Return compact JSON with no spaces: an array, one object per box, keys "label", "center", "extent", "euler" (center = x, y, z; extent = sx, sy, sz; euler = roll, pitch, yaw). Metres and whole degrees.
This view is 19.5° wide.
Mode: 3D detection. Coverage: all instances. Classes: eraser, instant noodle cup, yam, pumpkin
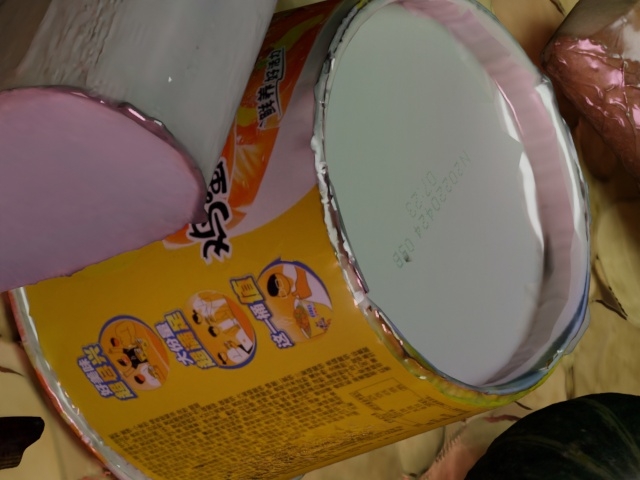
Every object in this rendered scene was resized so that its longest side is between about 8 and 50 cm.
[{"label":"eraser","center":[-0.074,-0.100,0.643],"extent":[0.081,0.174,0.227],"euler":[42,50,-31]},{"label":"instant noodle cup","center":[0.000,0.000,0.714],"extent":[0.205,0.153,0.205],"euler":[16,68,-44]},{"label":"yam","center":[0.254,0.002,1.005],"extent":[0.357,0.081,0.081],"euler":[47,46,-11]},{"label":"pumpkin","center":[0.132,0.148,0.821],"extent":[0.167,0.125,0.167],"euler":[7,72,-20]}]

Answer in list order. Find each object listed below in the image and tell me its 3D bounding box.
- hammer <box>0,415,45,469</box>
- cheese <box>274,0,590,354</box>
[{"label":"hammer","center":[-0.160,0.078,0.612],"extent":[0.178,0.021,0.065],"euler":[-3,80,-51]},{"label":"cheese","center":[0.064,-0.056,0.881],"extent":[0.255,0.050,0.127],"euler":[59,42,-19]}]
